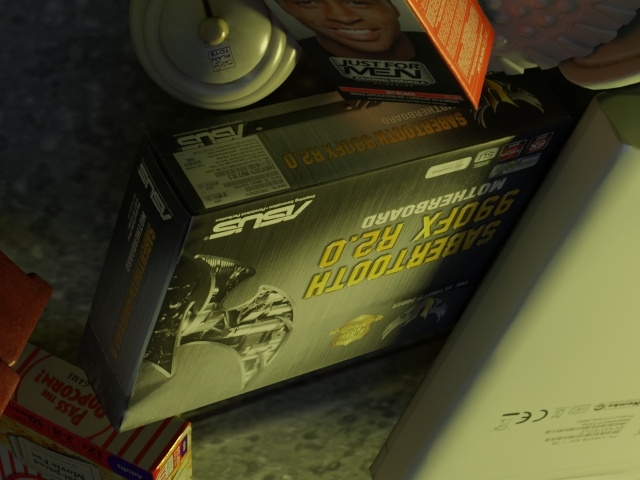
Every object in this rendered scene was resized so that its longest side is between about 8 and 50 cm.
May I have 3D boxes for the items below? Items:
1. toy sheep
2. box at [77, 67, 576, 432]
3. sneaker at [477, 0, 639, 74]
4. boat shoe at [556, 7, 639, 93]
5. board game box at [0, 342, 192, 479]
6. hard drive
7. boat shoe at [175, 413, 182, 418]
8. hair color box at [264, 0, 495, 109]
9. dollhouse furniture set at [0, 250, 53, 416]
[{"bbox_3d":[-0.047,-0.102,0.714,0.091,0.132,0.091,1,102,4],"label":"toy sheep"},{"bbox_3d":[0.000,0.000,0.815,0.231,0.056,0.183,-15,147,-31],"label":"box"},{"bbox_3d":[0.112,-0.151,0.704,0.090,0.095,0.235,19,154,-28],"label":"sneaker"},{"bbox_3d":[0.246,-0.142,0.702,0.302,0.114,0.091,-28,140,34],"label":"boat shoe"},{"bbox_3d":[-0.152,0.154,1.008,0.147,0.045,0.193,24,143,17],"label":"board game box"},{"bbox_3d":[0.193,0.046,0.942,0.233,0.047,0.353,-3,143,-25],"label":"hard drive"},{"bbox_3d":[-0.121,0.118,1.019,0.045,0.050,0.135,2,140,-18],"label":"boat shoe"},{"bbox_3d":[0.020,-0.107,0.673,0.072,0.043,0.141,6,161,26],"label":"hair color box"},{"bbox_3d":[-0.344,-0.005,0.800,0.201,0.152,0.374,-29,118,26],"label":"dollhouse furniture set"}]
